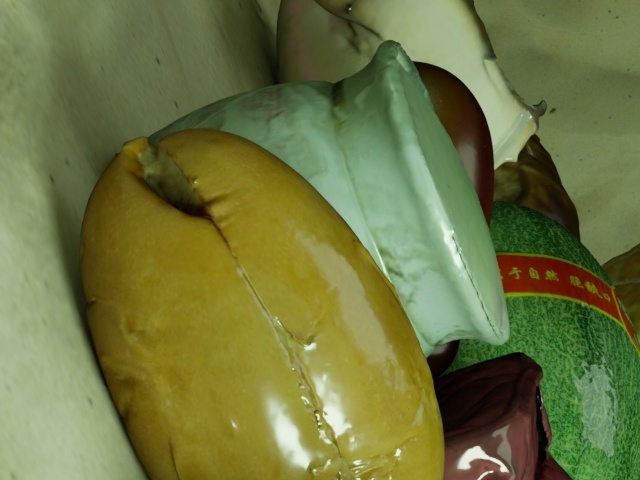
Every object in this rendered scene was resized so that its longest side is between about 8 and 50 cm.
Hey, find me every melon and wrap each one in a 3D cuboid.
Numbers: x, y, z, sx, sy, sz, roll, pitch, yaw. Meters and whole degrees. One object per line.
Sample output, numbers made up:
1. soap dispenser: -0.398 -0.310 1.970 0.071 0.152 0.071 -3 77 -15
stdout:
1. melon: 0.113 0.081 0.995 0.287 0.182 0.182 -103 167 -44

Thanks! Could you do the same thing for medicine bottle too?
1. medicine bottle: 0.000 0.000 0.687 0.147 0.143 0.147 -20 90 -80

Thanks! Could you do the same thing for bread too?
1. bread: -0.021 0.045 0.577 0.189 0.114 0.077 62 -6 -9

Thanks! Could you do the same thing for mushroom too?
1. mushroom: 0.018 -0.114 1.115 0.173 0.162 0.236 20 -18 36

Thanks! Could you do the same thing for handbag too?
1. handbag: 0.061 0.140 0.723 0.135 0.146 0.225 63 11 2

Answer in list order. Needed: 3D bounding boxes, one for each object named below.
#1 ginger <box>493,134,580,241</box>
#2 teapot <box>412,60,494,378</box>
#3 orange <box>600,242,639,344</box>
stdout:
1. ginger: 0.146 0.046 1.353 0.357 0.153 0.274 -72 159 -73
2. teapot: 0.019 -0.004 0.862 0.252 0.135 0.178 -95 -165 -58
3. orange: 0.287 0.133 1.161 0.329 0.249 0.329 -52 152 -43
